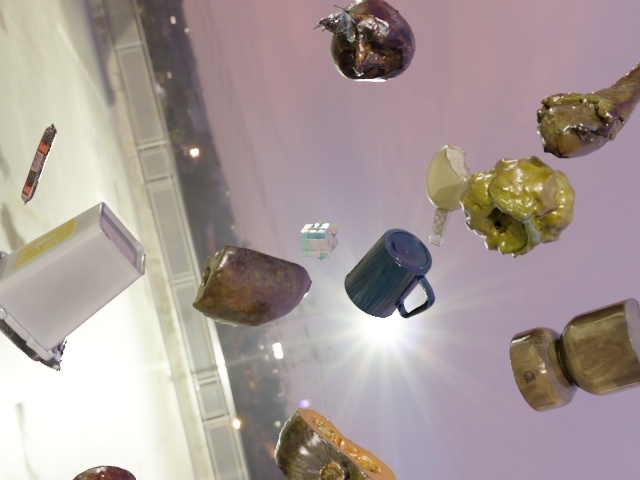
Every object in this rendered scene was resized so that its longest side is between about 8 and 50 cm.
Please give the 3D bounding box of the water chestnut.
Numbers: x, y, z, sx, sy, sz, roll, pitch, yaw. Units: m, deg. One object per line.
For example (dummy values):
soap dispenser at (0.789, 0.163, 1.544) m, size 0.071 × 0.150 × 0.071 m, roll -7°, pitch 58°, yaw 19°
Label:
water chestnut at (0.130, -0.505, 2.208) m, size 0.224 × 0.223 × 0.238 m, roll 85°, pitch 11°, yaw -49°

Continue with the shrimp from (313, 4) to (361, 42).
shrimp at (0.040, -0.515, 2.017) m, size 0.174 × 0.082 × 0.076 m, roll -10°, pitch 87°, yaw -66°

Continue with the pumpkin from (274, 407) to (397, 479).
pumpkin at (0.031, 0.550, 2.046) m, size 0.317 × 0.139 × 0.222 m, roll 40°, pitch 11°, yaw 4°

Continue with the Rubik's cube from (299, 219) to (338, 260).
Rubik's cube at (-0.002, -0.002, 1.844) m, size 0.073 × 0.075 × 0.084 m, roll -55°, pitch 156°, yaw -54°

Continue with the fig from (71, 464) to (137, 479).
fig at (-0.311, 0.441, 1.274) m, size 0.134 × 0.146 × 0.201 m, roll -58°, pitch -135°, yaw 16°

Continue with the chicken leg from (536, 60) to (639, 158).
chicken leg at (0.601, -0.286, 1.843) m, size 0.211 × 0.361 × 0.140 m, roll 14°, pitch -48°, yaw 51°

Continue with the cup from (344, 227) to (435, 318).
cup at (0.142, 0.068, 1.583) m, size 0.138 × 0.150 × 0.113 m, roll -52°, pitch -169°, yaw 38°

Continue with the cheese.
cheese at (0.324, -0.122, 2.249) m, size 0.163 × 0.070 × 0.249 m, roll 51°, pitch -57°, yaw 43°

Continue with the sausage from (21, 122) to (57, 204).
sausage at (-0.548, -0.147, 1.653) m, size 0.028 × 0.025 × 0.198 m, roll 42°, pitch -59°, yaw 20°

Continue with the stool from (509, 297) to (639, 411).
stool at (0.554, 0.241, 1.773) m, size 0.179 × 0.264 × 0.179 m, roll 31°, pitch 47°, yaw -40°

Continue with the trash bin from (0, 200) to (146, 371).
trash bin at (-0.619, 0.106, 2.105) m, size 0.296 × 0.367 × 0.256 m, roll 54°, pitch 5°, yaw -24°

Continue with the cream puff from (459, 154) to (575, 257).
cream puff at (0.457, -0.061, 1.968) m, size 0.282 × 0.281 × 0.185 m, roll 90°, pitch 0°, yaw -60°

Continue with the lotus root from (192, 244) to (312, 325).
lotus root at (-0.156, 0.124, 2.007) m, size 0.210 × 0.314 × 0.142 m, roll -18°, pitch -118°, yaw 42°
